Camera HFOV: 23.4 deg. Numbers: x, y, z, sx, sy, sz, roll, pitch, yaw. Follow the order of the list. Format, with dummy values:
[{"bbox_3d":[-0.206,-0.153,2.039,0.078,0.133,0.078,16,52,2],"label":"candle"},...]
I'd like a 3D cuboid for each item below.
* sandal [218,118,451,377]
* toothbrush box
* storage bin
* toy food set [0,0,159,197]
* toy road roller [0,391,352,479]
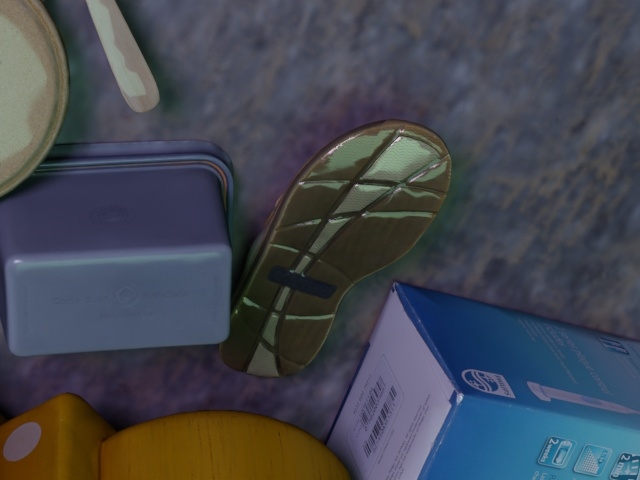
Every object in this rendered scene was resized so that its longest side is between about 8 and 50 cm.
[{"bbox_3d":[0.000,0.000,0.809,0.072,0.049,0.180,23,125,-18],"label":"sandal"},{"bbox_3d":[0.148,0.171,0.888,0.296,0.126,0.216,13,113,-20],"label":"toothbrush box"},{"bbox_3d":[-0.103,0.015,0.761,0.135,0.091,0.098,-3,118,-12],"label":"storage bin"},{"bbox_3d":[-0.180,-0.078,0.715,0.192,0.038,0.132,-25,111,-9],"label":"toy food set"},{"bbox_3d":[-0.120,0.156,0.742,0.241,0.202,0.329,-28,128,13],"label":"toy road roller"}]
